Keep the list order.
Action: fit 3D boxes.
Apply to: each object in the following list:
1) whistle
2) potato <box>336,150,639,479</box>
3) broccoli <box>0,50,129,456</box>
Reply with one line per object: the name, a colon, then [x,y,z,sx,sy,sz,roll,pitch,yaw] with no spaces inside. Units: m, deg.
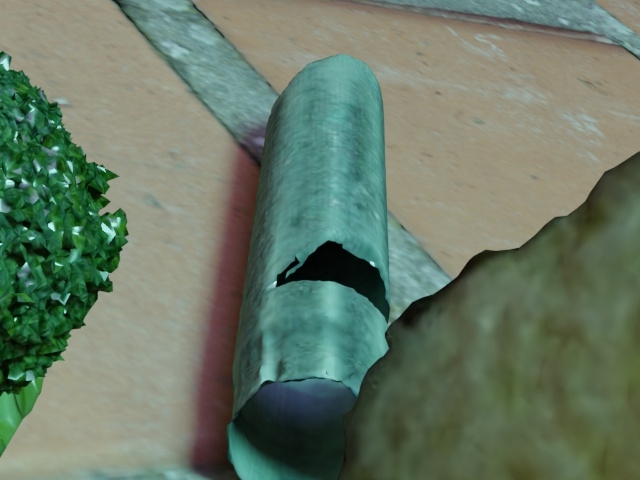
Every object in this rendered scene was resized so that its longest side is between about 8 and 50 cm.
whistle: [0.000,0.000,0.677,0.062,0.062,0.312,22,26,-10]
potato: [0.190,0.108,0.427,0.237,0.301,0.288,8,43,-49]
broccoli: [-0.136,0.019,0.406,0.156,0.195,0.195,55,3,-40]
